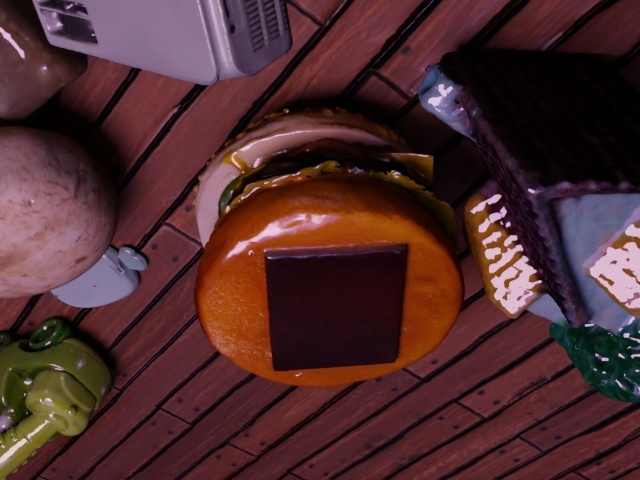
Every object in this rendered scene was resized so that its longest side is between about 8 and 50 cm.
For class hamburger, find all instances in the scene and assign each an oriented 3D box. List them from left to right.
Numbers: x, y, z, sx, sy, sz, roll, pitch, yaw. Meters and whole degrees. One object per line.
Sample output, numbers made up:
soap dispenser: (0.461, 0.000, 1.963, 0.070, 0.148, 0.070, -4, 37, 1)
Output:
hamburger: (0.000, 0.000, 0.810, 0.291, 0.225, 0.290, -1, 132, -1)

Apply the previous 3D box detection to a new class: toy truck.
toy truck: (-0.387, 0.220, 1.072, 0.187, 0.210, 0.148, -28, 124, 5)

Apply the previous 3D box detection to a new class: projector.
projector: (-0.149, -0.251, 0.631, 0.251, 0.108, 0.198, 20, 137, 32)

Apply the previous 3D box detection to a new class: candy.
candy: (-0.337, -0.227, 0.738, 0.104, 0.102, 0.234, -28, 123, 27)

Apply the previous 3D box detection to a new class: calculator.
calculator: (-0.294, 0.046, 1.018, 0.153, 0.021, 0.095, -20, 126, 26)

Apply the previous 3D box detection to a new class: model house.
model house: (0.202, -0.037, 0.694, 0.249, 0.280, 0.230, 21, 118, -21)

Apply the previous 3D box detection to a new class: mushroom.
mushroom: (-0.319, -0.050, 0.838, 0.189, 0.195, 0.253, -12, 161, 3)
